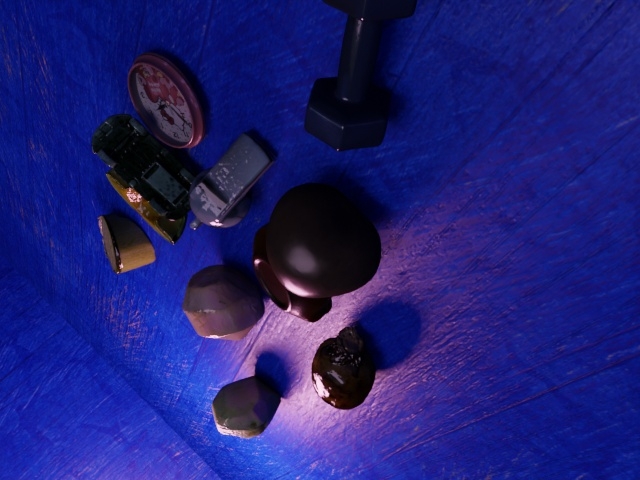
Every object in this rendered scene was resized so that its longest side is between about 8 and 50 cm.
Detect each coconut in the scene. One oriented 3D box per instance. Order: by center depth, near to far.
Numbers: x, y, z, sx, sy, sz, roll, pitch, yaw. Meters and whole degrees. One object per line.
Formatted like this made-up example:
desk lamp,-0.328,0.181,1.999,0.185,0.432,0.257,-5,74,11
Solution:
coconut,-0.276,0.192,1.769,0.237,0.197,0.236,23,133,27
coconut,-0.247,0.568,2.095,0.204,0.236,0.235,-121,13,-55

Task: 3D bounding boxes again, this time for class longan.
longan,0.000,0.000,1.279,0.246,0.215,0.246,-1,113,-3

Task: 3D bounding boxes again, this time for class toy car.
toy car,-0.444,-0.193,1.600,0.306,0.136,0.125,44,179,-19

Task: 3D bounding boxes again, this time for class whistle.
whistle,-0.216,-0.127,1.472,0.163,0.163,0.290,46,107,2

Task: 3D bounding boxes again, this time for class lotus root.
lotus root,0.057,0.356,1.622,0.169,0.141,0.314,28,141,21

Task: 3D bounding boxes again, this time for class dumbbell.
dumbbell,0.062,-0.301,0.989,0.324,0.160,0.144,100,151,-47

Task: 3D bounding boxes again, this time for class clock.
clock,-0.367,-0.333,1.482,0.244,0.056,0.244,27,140,25

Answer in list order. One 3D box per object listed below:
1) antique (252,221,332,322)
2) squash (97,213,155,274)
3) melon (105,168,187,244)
antique,-0.068,0.072,1.475,0.224,0.129,0.278,26,140,45
squash,-0.672,-0.003,2.102,0.220,0.133,0.220,39,142,39
melon,-0.466,-0.116,1.749,0.265,0.129,0.169,46,164,-5
